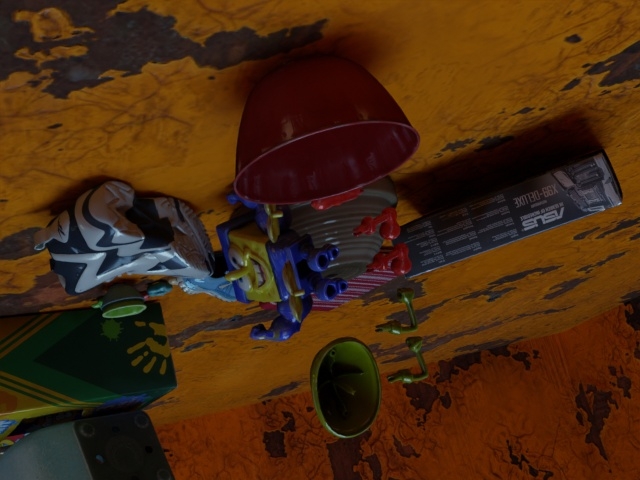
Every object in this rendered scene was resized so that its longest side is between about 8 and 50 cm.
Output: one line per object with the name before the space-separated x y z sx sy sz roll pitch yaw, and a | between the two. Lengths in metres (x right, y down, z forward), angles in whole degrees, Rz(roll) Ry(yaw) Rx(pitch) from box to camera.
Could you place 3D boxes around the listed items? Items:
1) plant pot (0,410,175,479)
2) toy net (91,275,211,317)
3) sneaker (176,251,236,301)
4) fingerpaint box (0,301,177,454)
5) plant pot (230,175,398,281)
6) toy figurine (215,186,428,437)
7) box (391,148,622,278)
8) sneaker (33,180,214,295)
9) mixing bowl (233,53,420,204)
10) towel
plant pot | -0.380 0.416 1.488 0.247 0.248 0.252 0 140 -45
toy net | -0.242 0.089 1.429 0.232 0.045 0.122 -8 163 -26
sneaker | -0.143 0.052 1.365 0.073 0.063 0.162 -29 160 32
fingerpaint box | -0.514 0.267 1.567 0.371 0.163 0.445 -3 160 -35
plant pot | 0.000 0.000 1.233 0.237 0.110 0.237 -13 165 -4
toy figurine | -0.027 0.041 1.115 0.191 0.363 0.217 -31 -155 -35
box | 0.274 -0.043 1.289 0.307 0.077 0.242 -21 180 18
sneaker | -0.242 0.011 1.072 0.153 0.094 0.235 -20 164 21
mixing bowl | -0.005 -0.113 0.852 0.181 0.098 0.181 -14 164 -4
towel | 0.038 0.074 1.673 0.274 0.031 0.198 -30 157 37
